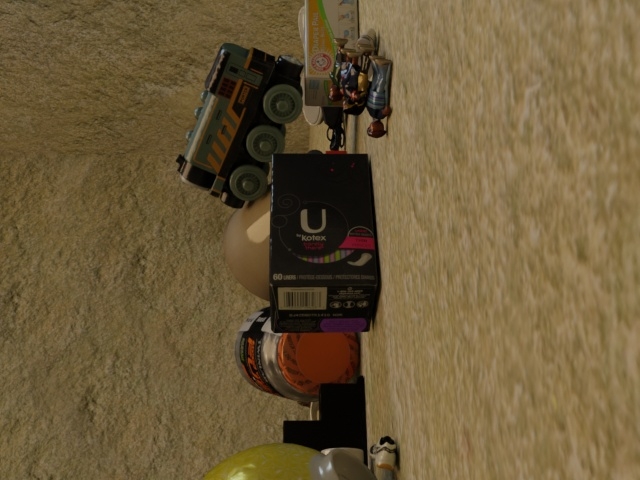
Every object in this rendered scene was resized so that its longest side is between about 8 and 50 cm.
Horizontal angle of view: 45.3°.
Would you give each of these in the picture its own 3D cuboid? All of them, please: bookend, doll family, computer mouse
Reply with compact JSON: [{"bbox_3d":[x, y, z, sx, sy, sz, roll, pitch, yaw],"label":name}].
[{"bbox_3d":[-0.002,0.321,1.336,0.072,0.157,0.156,97,172,-65],"label":"bookend"},{"bbox_3d":[0.056,-0.218,1.099,0.193,0.076,0.111,-103,18,-65],"label":"doll family"},{"bbox_3d":[0.031,-0.342,1.731,0.272,0.072,0.188,73,-170,-54],"label":"computer mouse"}]

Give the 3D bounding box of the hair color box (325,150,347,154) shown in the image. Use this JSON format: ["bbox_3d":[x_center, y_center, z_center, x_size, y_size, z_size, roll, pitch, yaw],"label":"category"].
[{"bbox_3d":[0.032,-0.111,1.739,0.167,0.053,0.093,92,176,-46],"label":"hair color box"}]

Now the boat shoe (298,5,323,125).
[{"bbox_3d":[0.005,-0.494,2.161,0.112,0.095,0.335,19,117,49],"label":"boat shoe"}]

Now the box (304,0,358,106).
[{"bbox_3d":[0.020,-0.379,1.512,0.114,0.103,0.203,98,172,-72],"label":"box"}]

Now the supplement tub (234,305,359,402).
[{"bbox_3d":[-0.050,0.222,1.543,0.316,0.193,0.194,159,112,-69],"label":"supplement tub"}]

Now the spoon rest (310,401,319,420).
[{"bbox_3d":[0.017,0.320,1.705,0.137,0.084,0.276,98,171,-69],"label":"spoon rest"}]

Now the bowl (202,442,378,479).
[{"bbox_3d":[-0.001,0.364,0.994,0.156,0.289,0.289,-45,16,12],"label":"bowl"}]

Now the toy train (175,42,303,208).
[{"bbox_3d":[-0.159,-0.228,1.521,0.142,0.190,0.334,-91,25,-65],"label":"toy train"}]

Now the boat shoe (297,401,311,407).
[{"bbox_3d":[-0.021,0.411,2.211,0.307,0.104,0.111,94,175,-51],"label":"boat shoe"}]

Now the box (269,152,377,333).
[{"bbox_3d":[0.000,0.000,1.243,0.143,0.165,0.270,93,175,-52],"label":"box"}]

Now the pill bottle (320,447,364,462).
[{"bbox_3d":[0.036,0.414,1.195,0.094,0.094,0.169,97,173,-66],"label":"pill bottle"}]

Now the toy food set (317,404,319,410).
[{"bbox_3d":[-0.006,0.557,2.023,0.306,0.092,0.220,-98,9,-68],"label":"toy food set"}]

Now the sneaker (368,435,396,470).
[{"bbox_3d":[0.083,0.266,0.977,0.083,0.032,0.037,152,132,-81],"label":"sneaker"}]

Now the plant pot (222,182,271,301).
[{"bbox_3d":[-0.039,-0.036,1.588,0.274,0.256,0.256,134,140,-55],"label":"plant pot"}]

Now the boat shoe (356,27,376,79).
[{"bbox_3d":[0.073,-0.293,1.205,0.035,0.035,0.100,-61,-14,-25],"label":"boat shoe"}]

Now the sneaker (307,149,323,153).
[{"bbox_3d":[0.011,-0.140,2.027,0.132,0.086,0.229,141,119,-80],"label":"sneaker"}]
